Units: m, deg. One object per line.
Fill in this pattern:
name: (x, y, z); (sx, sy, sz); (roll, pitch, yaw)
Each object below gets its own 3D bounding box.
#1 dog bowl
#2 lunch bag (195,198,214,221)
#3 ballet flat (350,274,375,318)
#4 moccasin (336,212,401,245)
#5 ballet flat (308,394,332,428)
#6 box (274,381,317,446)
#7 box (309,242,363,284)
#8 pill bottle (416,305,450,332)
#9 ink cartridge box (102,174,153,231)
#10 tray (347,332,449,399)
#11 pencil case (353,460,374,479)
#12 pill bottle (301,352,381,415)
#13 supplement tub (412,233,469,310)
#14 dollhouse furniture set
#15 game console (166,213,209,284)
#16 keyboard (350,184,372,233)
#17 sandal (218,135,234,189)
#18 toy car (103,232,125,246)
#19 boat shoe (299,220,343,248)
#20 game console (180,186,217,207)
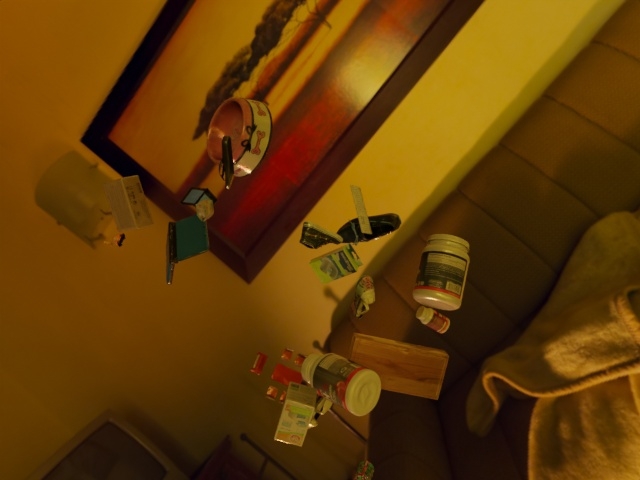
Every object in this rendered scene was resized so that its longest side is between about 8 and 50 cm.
dog bowl: (-0.430, -0.539, 2.194); (0.151, 0.407, 0.408); (12, -54, -45)
lunch bag: (-0.514, -0.133, 1.909); (0.071, 0.053, 0.083); (-48, -42, -56)
ballet flat: (0.165, 0.222, 1.616); (0.077, 0.079, 0.221); (-11, -39, -21)
moccasin: (0.219, -0.058, 2.095); (0.342, 0.137, 0.117); (-21, 16, 29)
ballet flat: (-0.022, 0.846, 2.144); (0.342, 0.116, 0.124); (-48, 21, -5)
box: (-0.093, 0.654, 1.615); (0.103, 0.114, 0.203); (-76, 3, -68)
box: (0.060, 0.091, 1.634); (0.178, 0.109, 0.042); (-24, 19, 27)
pill bottle: (0.547, 0.384, 2.097); (0.086, 0.152, 0.086); (-56, 13, 19)
ink cartridge box: (-0.879, -0.166, 1.959); (0.193, 0.234, 0.088); (-3, 16, 41)
tray: (0.325, 0.543, 1.852); (0.076, 0.412, 0.202); (-109, 31, -82)
pencil case: (0.150, 0.827, 1.503); (0.152, 0.065, 0.070); (41, -124, -76)
pill bottle: (0.070, 0.555, 1.713); (0.319, 0.176, 0.176); (8, 50, 49)
supplement tub: (0.493, 0.130, 1.737); (0.191, 0.191, 0.272); (123, 165, -73)
dollhouse furniture set: (-0.212, 0.653, 2.127); (0.135, 0.259, 0.261); (128, 166, -68)
game console: (-0.661, 0.037, 2.110); (0.293, 0.174, 0.250); (-111, 33, -45)
keyboard: (0.193, -0.149, 2.050); (0.014, 0.255, 0.072); (-28, -26, 36)
sandal: (-0.436, -0.357, 1.967); (0.097, 0.055, 0.254); (-82, -4, -60)
toy car: (-0.835, -0.008, 1.735); (0.122, 0.041, 0.060); (101, -177, -85)
boat shoe: (0.000, 0.000, 1.549); (0.065, 0.184, 0.083); (4, 74, 52)
game console: (-0.621, -0.198, 2.193); (0.144, 0.124, 0.085); (-41, 2, 34)
